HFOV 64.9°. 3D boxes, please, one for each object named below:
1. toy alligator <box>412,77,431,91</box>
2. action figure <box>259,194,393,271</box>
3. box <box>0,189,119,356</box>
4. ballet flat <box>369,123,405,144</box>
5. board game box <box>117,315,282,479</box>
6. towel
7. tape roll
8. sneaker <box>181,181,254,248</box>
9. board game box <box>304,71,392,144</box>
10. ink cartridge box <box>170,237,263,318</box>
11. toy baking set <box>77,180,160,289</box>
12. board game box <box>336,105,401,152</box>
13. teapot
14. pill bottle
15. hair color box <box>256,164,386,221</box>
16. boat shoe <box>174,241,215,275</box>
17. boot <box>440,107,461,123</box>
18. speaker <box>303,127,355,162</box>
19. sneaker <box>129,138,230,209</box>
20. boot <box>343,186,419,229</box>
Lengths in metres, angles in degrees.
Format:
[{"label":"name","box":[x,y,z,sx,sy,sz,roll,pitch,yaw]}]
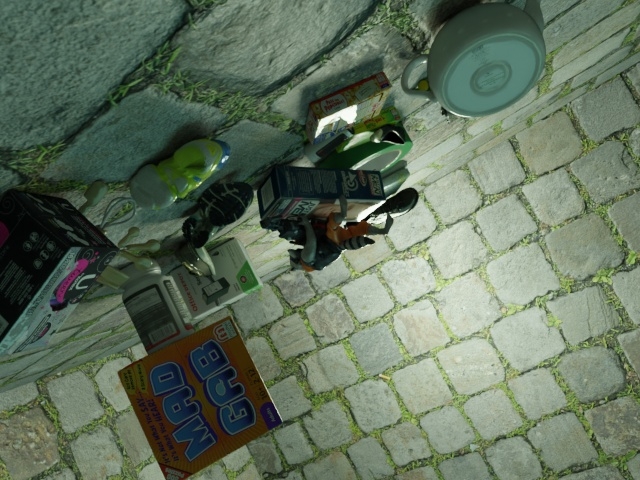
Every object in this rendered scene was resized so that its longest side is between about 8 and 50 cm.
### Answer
[{"label":"toy alligator","box":[0.321,-0.422,1.318,0.190,0.051,0.056,-32,171,30]},{"label":"action figure","box":[0.000,0.000,1.475,0.341,0.178,0.330,4,150,-42]},{"label":"box","box":[-0.516,0.060,0.899,0.247,0.163,0.142,-51,170,7]},{"label":"ballet flat","box":[0.193,-0.292,1.405,0.057,0.049,0.173,-36,169,37]},{"label":"board game box","box":[-0.371,0.488,1.609,0.356,0.356,0.356,-26,173,-14]},{"label":"towel","box":[0.153,-0.164,1.960,0.374,0.090,0.320,-27,168,-13]},{"label":"tape roll","box":[0.145,-0.264,1.649,0.321,0.077,0.321,-27,172,-4]},{"label":"sneaker","box":[-0.268,-0.091,1.369,0.283,0.110,0.122,-31,-170,39]},{"label":"board game box","box":[0.062,-0.308,1.191,0.193,0.045,0.147,-26,172,-12]},{"label":"ink cartridge box","box":[-0.401,0.151,1.962,0.289,0.211,0.121,-28,173,-1]},{"label":"toy baking set","box":[-0.451,-0.004,1.038,0.197,0.030,0.256,-24,131,-7]},{"label":"board game box","box":[0.128,-0.311,1.409,0.181,0.043,0.092,-25,171,-24]},{"label":"teapot","box":[0.332,-0.401,1.074,0.256,0.187,0.252,1,144,-13]},{"label":"pill bottle","box":[-0.537,0.212,1.625,0.161,0.283,0.161,-27,173,-4]},{"label":"hair color box","box":[0.003,-0.134,1.509,0.347,0.105,0.174,-1,161,-27]},{"label":"boat shoe","box":[-0.430,0.070,1.746,0.091,0.109,0.305,-26,166,-10]},{"label":"boot","box":[0.471,-0.442,1.627,0.161,0.083,0.246,-23,172,10]},{"label":"speaker","box":[0.021,-0.262,1.318,0.136,0.055,0.055,-31,171,27]},{"label":"sneaker","box":[-0.273,-0.135,1.018,0.240,0.091,0.126,-19,-170,31]},{"label":"boot","box":[0.236,-0.113,1.933,0.263,0.091,0.229,-34,169,29]}]
